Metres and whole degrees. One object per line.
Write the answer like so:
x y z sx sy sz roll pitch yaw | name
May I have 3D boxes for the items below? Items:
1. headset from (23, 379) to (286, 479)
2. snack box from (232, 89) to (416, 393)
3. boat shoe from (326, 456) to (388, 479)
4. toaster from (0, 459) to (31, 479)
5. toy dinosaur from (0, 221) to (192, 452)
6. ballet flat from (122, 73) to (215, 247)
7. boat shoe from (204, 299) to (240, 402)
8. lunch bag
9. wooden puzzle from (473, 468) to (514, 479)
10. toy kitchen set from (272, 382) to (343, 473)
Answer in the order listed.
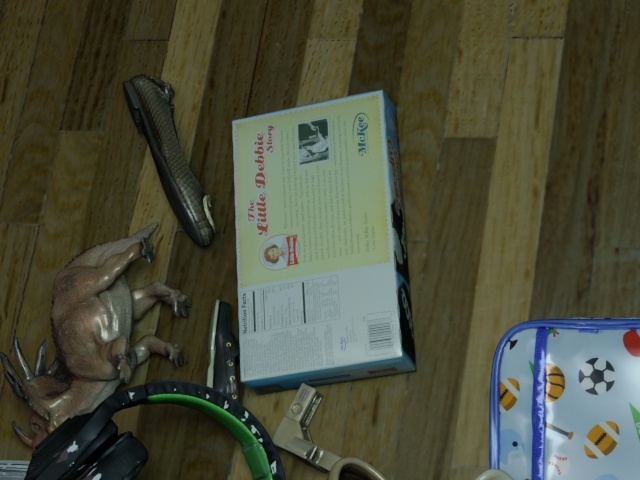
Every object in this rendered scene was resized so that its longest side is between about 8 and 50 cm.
-0.215 0.287 1.662 0.394 0.185 0.243 -21 83 -21 | headset
0.000 0.000 1.829 0.187 0.060 0.322 -10 67 17 | snack box
0.097 0.362 1.600 0.122 0.110 0.341 -21 54 -32 | boat shoe
-0.332 0.324 1.794 0.227 0.129 0.146 -2 67 19 | toaster
-0.268 0.099 1.864 0.200 0.127 0.295 -8 62 25 | toy dinosaur
-0.169 -0.101 1.931 0.058 0.084 0.250 -19 58 -13 | ballet flat
-0.108 0.129 1.833 0.042 0.049 0.133 4 62 -7 | boat shoe
0.272 0.228 1.589 0.243 0.115 0.303 0 80 21 | lunch bag
0.159 0.366 1.509 0.221 0.044 0.238 -42 74 2 | wooden puzzle
-0.004 0.201 1.749 0.083 0.068 0.075 23 79 26 | toy kitchen set
